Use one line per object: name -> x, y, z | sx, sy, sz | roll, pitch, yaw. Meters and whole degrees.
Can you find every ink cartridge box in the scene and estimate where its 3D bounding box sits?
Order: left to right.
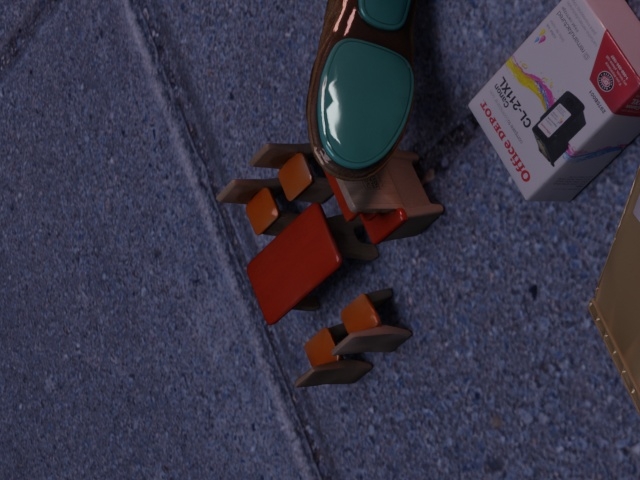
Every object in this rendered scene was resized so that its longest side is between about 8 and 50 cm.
ink cartridge box -> 0.241, -0.137, 1.455 | 0.175, 0.072, 0.127 | -49, 58, 37

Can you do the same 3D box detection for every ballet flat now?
ballet flat -> 0.036, -0.196, 1.601 | 0.124, 0.116, 0.342 | 138, 143, -58

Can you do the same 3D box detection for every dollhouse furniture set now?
dollhouse furniture set -> 0.000, 0.000, 1.681 | 0.259, 0.135, 0.262 | -43, 61, 40

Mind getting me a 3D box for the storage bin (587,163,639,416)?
storage bin -> 0.335, -0.006, 1.246 | 0.260, 0.123, 0.262 | -93, 18, -69
